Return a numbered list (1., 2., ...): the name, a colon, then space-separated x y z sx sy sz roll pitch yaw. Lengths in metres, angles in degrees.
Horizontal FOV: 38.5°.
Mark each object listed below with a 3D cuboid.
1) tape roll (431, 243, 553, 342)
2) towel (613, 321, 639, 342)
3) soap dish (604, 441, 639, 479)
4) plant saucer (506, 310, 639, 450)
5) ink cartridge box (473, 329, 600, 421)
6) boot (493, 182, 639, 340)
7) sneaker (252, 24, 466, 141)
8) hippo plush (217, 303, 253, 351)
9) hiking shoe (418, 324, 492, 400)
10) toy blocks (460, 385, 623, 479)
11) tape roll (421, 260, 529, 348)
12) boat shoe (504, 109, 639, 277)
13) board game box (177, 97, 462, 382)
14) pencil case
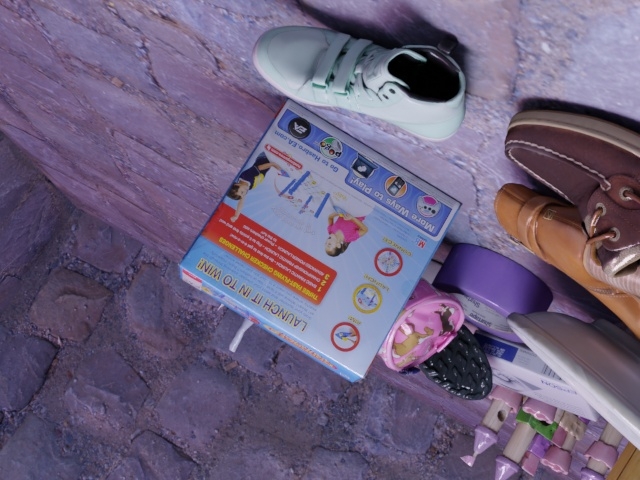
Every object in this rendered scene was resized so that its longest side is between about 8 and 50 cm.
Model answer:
1. tape roll: 0.284 0.089 1.530 0.189 0.080 0.189 30 166 8
2. towel: 0.505 0.213 1.489 0.187 0.049 0.282 43 166 3
3. soap dish: 0.614 0.416 1.565 0.229 0.291 0.118 18 147 45
4. plant saucer: 0.440 0.216 1.284 0.400 0.100 0.400 44 -178 -2
5. ink cartridge box: 0.397 0.258 1.669 0.223 0.045 0.224 18 160 35
6. boot: 0.343 0.032 1.161 0.220 0.109 0.283 31 180 36
7. sneaker: 0.043 -0.196 1.000 0.255 0.094 0.151 20 171 5
8. hippo plush: -0.047 0.062 1.892 0.236 0.294 0.234 4 124 24
9. hiking shoe: 0.199 0.176 1.663 0.304 0.113 0.132 43 179 26
10. toy blocks: 0.435 0.406 1.948 0.288 0.260 0.309 38 165 -27
11. tape roll: 0.251 0.147 1.828 0.392 0.072 0.392 29 167 8
12. boat shoe: 0.322 -0.018 0.931 0.342 0.123 0.123 32 171 21
13. board game box: 0.000 0.000 1.348 0.308 0.302 0.086 32 164 0
14. pencil case: 0.066 0.058 1.555 0.386 0.160 0.167 42 142 40
